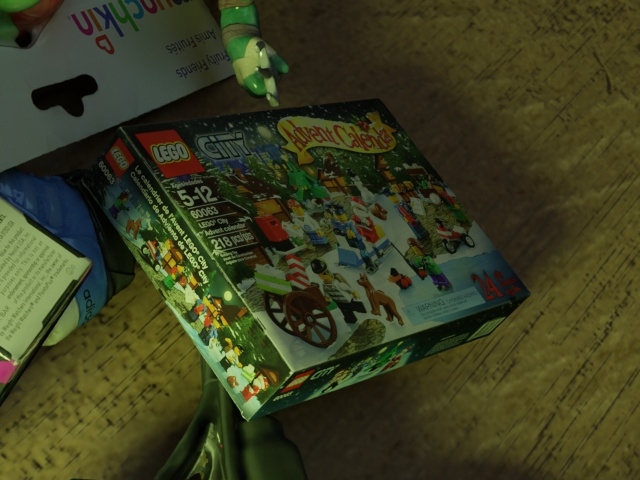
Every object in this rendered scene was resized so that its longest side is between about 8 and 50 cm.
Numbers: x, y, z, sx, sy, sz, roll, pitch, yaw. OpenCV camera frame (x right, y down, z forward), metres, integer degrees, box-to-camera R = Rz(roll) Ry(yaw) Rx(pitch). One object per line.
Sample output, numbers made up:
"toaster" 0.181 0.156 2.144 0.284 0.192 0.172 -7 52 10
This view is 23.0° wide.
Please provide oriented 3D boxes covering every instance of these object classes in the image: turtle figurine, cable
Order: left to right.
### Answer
"cable" -0.048 0.111 0.826 0.139 0.072 0.287 -2 45 -14
"turtle figurine" -0.019 -0.186 0.918 0.118 0.175 0.234 37 18 -11

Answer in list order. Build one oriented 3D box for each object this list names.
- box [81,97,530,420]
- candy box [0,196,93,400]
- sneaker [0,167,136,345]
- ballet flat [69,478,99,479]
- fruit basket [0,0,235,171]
"box" 0.000 0.000 0.874 0.233 0.044 0.159 -13 62 -52
"candy box" -0.237 0.003 0.710 0.233 0.159 0.071 35 49 -4
"sneaker" -0.162 -0.021 0.836 0.152 0.058 0.084 46 46 8
"ballet flat" -0.134 0.215 0.690 0.087 0.083 0.247 1 57 -10
"fruit basket" -0.201 -0.216 0.849 0.353 0.165 0.327 56 33 2
